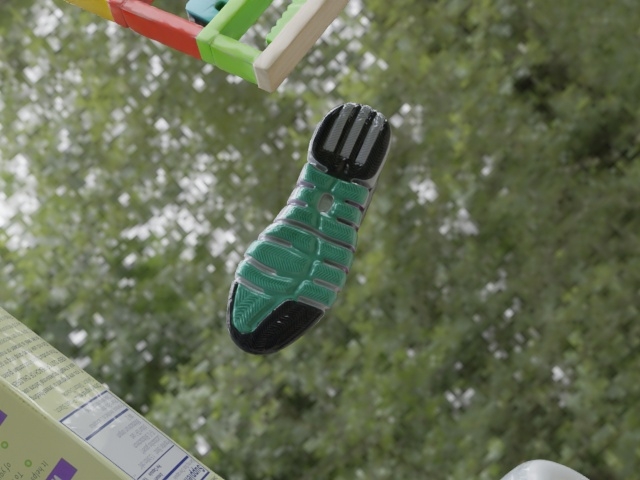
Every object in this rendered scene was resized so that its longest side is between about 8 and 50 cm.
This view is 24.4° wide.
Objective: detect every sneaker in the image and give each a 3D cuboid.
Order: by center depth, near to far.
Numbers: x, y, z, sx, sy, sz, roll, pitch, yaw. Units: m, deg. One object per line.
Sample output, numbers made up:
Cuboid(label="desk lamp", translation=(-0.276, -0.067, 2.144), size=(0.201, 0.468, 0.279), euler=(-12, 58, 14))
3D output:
Cuboid(label="sneaker", translation=(0.000, 0.000, 1.221), size=(0.223, 0.083, 0.098), euler=(-61, -11, -8))

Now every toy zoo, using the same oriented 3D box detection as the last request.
Cuboid(label="toy zoo", translation=(-0.105, -0.246, 1.212), size=(0.192, 0.293, 0.030), euler=(-53, -27, -24))

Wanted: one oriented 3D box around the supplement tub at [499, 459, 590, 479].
Cuboid(label="supplement tub", translation=(0.100, 0.318, 1.025), size=(0.316, 0.193, 0.193), euler=(-46, -16, 15))

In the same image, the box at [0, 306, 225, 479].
Cuboid(label="box", translation=(-0.227, 0.179, 0.972), size=(0.213, 0.243, 0.117), euler=(-54, -4, 9))
